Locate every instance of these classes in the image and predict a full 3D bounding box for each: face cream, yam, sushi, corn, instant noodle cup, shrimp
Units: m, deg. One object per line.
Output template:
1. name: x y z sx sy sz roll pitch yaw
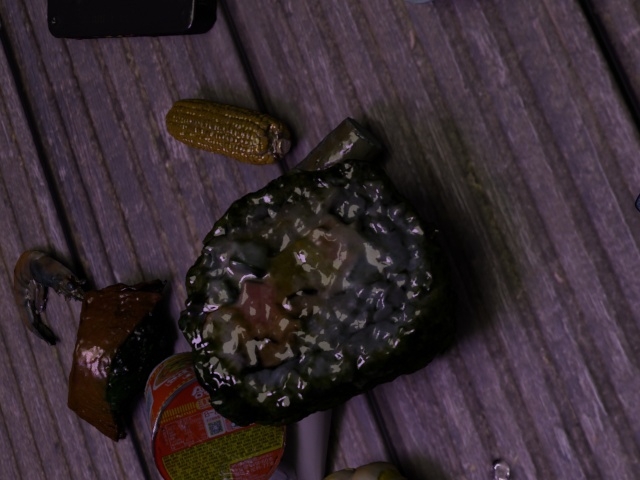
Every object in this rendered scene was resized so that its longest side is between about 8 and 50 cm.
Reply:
1. face cream: -0.030 0.212 2.010 0.143 0.089 0.314 25 113 40
2. yam: 0.009 -0.095 1.971 0.179 0.078 0.078 -46 62 28
3. sushi: -0.009 0.063 1.839 0.352 0.178 0.294 -25 74 3
4. sushi: -0.315 0.192 2.226 0.149 0.140 0.287 -133 53 -74
5. corn: -0.137 -0.160 2.099 0.238 0.080 0.080 16 101 39
6. instant noodle cup: -0.166 0.249 2.038 0.212 0.193 0.193 -147 65 -69
7. shrimp: -0.452 0.098 2.400 0.217 0.051 0.150 19 106 47

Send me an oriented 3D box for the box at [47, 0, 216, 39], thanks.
1. box: -0.300 -0.423 2.254 0.350 0.058 0.211 4 92 40

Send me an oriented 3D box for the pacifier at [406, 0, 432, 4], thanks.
1. pacifier: 0.069 -0.467 1.804 0.288 0.269 0.343 159 108 -65

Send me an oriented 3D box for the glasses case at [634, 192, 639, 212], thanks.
1. glasses case: 0.397 -0.065 1.670 0.033 0.023 0.083 44 116 38

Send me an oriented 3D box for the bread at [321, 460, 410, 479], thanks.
1. bread: 0.067 0.394 1.908 0.213 0.104 0.213 1 91 37
